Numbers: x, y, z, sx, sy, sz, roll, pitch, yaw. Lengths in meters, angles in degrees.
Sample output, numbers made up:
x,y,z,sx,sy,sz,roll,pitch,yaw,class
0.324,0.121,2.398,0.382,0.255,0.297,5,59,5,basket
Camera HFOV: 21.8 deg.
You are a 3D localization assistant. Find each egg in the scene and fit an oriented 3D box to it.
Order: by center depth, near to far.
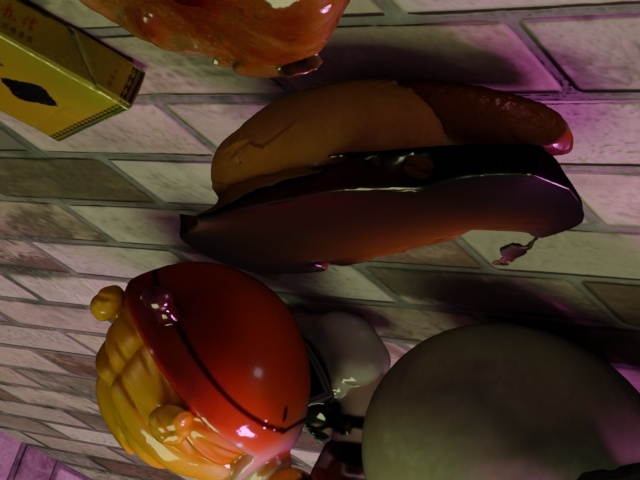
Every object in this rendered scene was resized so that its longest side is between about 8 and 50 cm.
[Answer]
x,y,z,sx,sy,sz,roll,pitch,yaw,class
0.188,0.214,1.539,0.352,0.258,0.258,32,158,-35,egg

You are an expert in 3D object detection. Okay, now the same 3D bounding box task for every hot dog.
x,y,z,sx,sy,sz,roll,pitch,yaw,class
0.047,-0.055,1.168,0.326,0.107,0.194,-4,162,31,hot dog

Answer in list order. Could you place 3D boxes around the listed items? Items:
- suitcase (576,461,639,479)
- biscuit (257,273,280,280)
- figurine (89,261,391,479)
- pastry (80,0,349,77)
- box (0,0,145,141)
x,y,z,sx,sy,sz,roll,pitch,yaw,class
0.368,0.201,1.393,0.206,0.066,0.285,-19,167,41,suitcase
0.000,0.000,1.483,0.048,0.026,0.292,18,164,-21,biscuit
-0.084,0.129,1.618,0.323,0.196,0.320,11,-146,-45,figurine
-0.072,-0.179,0.931,0.218,0.100,0.229,-1,151,47,pastry
-0.286,-0.164,1.277,0.279,0.041,0.153,28,159,-24,box
